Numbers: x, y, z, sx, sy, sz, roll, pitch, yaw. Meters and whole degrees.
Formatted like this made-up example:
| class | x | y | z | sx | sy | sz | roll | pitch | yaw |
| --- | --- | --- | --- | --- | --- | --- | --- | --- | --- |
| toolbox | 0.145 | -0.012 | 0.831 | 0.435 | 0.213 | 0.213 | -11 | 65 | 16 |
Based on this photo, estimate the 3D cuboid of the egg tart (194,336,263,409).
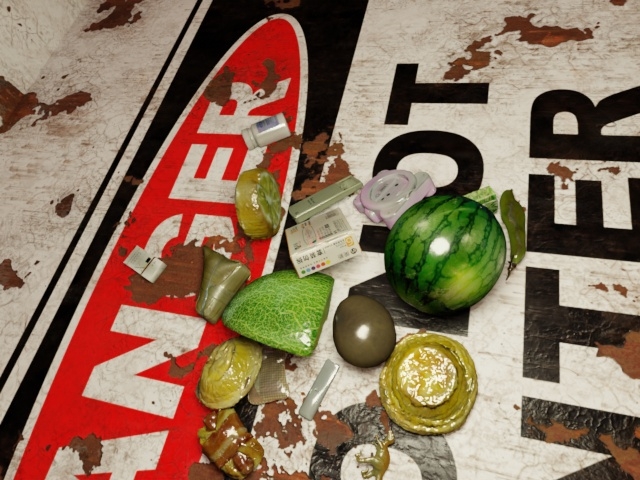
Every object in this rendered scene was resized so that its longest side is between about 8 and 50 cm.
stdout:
| class | x | y | z | sx | sy | sz | roll | pitch | yaw |
| --- | --- | --- | --- | --- | --- | --- | --- | --- | --- |
| egg tart | -0.293 | 0.395 | 1.385 | 0.252 | 0.098 | 0.232 | -45 | 38 | -14 |

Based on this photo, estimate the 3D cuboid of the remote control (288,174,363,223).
| class | x | y | z | sx | sy | sz | roll | pitch | yaw |
| --- | --- | --- | --- | --- | --- | --- | --- | --- | --- |
| remote control | 0.020 | -0.153 | 1.645 | 0.285 | 0.038 | 0.123 | -29 | 27 | -6 |

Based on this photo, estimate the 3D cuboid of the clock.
| class | x | y | z | sx | sy | sz | roll | pitch | yaw |
| --- | --- | --- | --- | --- | --- | --- | --- | --- | --- |
| clock | 0.245 | -0.155 | 1.548 | 0.227 | 0.090 | 0.248 | -46 | 34 | -14 |

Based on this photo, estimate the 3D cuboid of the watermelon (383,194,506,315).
| class | x | y | z | sx | sy | sz | roll | pitch | yaw |
| --- | --- | --- | --- | --- | --- | --- | --- | --- | --- |
| watermelon | 0.359 | 0.035 | 1.309 | 0.363 | 0.363 | 0.363 | -6 | 61 | 11 |

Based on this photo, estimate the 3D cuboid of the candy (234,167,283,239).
| class | x | y | z | sx | sy | sz | roll | pitch | yaw |
| --- | --- | --- | --- | --- | --- | --- | --- | --- | --- |
| candy | -0.213 | -0.132 | 1.593 | 0.118 | 0.260 | 0.260 | -4 | 61 | 13 |

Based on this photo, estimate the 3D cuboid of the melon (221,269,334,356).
| class | x | y | z | sx | sy | sz | roll | pitch | yaw |
| --- | --- | --- | --- | --- | --- | --- | --- | --- | --- |
| melon | -0.146 | 0.225 | 1.412 | 0.344 | 0.226 | 0.331 | 8 | 48 | 9 |

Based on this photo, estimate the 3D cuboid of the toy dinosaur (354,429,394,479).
| class | x | y | z | sx | sy | sz | roll | pitch | yaw |
| --- | --- | --- | --- | --- | --- | --- | --- | --- | --- |
| toy dinosaur | 0.169 | 0.614 | 1.215 | 0.126 | 0.039 | 0.162 | -23 | 68 | -3 |

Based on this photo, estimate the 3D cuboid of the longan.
| class | x | y | z | sx | sy | sz | roll | pitch | yaw |
| --- | --- | --- | --- | --- | --- | --- | --- | --- | --- |
| longan | 0.128 | 0.268 | 1.323 | 0.196 | 0.196 | 0.220 | -21 | 46 | 2 |

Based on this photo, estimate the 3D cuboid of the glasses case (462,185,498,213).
| class | x | y | z | sx | sy | sz | roll | pitch | yaw |
| --- | --- | --- | --- | --- | --- | --- | --- | --- | --- |
| glasses case | 0.449 | -0.084 | 1.492 | 0.272 | 0.095 | 0.062 | -23 | 51 | 2 |

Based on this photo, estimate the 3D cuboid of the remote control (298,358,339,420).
| class | x | y | z | sx | sy | sz | roll | pitch | yaw |
| --- | --- | --- | --- | --- | --- | --- | --- | --- | --- |
| remote control | -0.005 | 0.448 | 1.354 | 0.050 | 0.027 | 0.184 | 22 | 68 | 23 |

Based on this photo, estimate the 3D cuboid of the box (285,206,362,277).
| class | x | y | z | sx | sy | sz | roll | pitch | yaw |
| --- | --- | --- | --- | --- | --- | --- | --- | --- | --- |
| box | 0.000 | 0.000 | 1.480 | 0.221 | 0.091 | 0.274 | -22 | 21 | 2 |

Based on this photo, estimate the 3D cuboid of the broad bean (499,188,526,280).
| class | x | y | z | sx | sy | sz | roll | pitch | yaw |
| --- | --- | --- | --- | --- | --- | --- | --- | --- | --- |
| broad bean | 0.620 | -0.034 | 1.438 | 0.075 | 0.067 | 0.325 | -6 | 57 | 25 |

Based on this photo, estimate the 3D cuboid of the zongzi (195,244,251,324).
| class | x | y | z | sx | sy | sz | roll | pitch | yaw |
| --- | --- | --- | --- | --- | --- | --- | --- | --- | --- |
| zongzi | -0.395 | 0.143 | 1.575 | 0.256 | 0.115 | 0.228 | 26 | 75 | 31 |

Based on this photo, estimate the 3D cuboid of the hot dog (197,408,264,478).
| class | x | y | z | sx | sy | sz | roll | pitch | yaw |
| --- | --- | --- | --- | --- | --- | --- | --- | --- | --- |
| hot dog | -0.266 | 0.586 | 1.299 | 0.213 | 0.103 | 0.146 | 35 | 73 | 26 |

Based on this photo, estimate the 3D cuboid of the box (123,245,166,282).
| class | x | y | z | sx | sy | sz | roll | pitch | yaw |
| --- | --- | --- | --- | --- | --- | --- | --- | --- | --- |
| box | -0.668 | 0.090 | 1.708 | 0.154 | 0.040 | 0.084 | 27 | 70 | 26 |

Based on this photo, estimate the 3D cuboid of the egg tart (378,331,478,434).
| class | x | y | z | sx | sy | sz | roll | pitch | yaw |
| --- | --- | --- | --- | --- | --- | --- | --- | --- | --- |
| egg tart | 0.301 | 0.389 | 1.254 | 0.294 | 0.123 | 0.294 | -6 | 60 | 10 |

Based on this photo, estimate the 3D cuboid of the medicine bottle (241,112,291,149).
| class | x | y | z | sx | sy | sz | roll | pitch | yaw |
| --- | --- | --- | --- | --- | --- | --- | --- | --- | --- |
| medicine bottle | -0.224 | -0.448 | 1.856 | 0.187 | 0.103 | 0.102 | -21 | 59 | 2 |

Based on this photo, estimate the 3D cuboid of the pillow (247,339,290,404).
| class | x | y | z | sx | sy | sz | roll | pitch | yaw |
| --- | --- | --- | --- | --- | --- | --- | --- | --- | --- |
| pillow | -0.169 | 0.403 | 1.416 | 0.135 | 0.034 | 0.211 | -14 | 58 | 8 |
